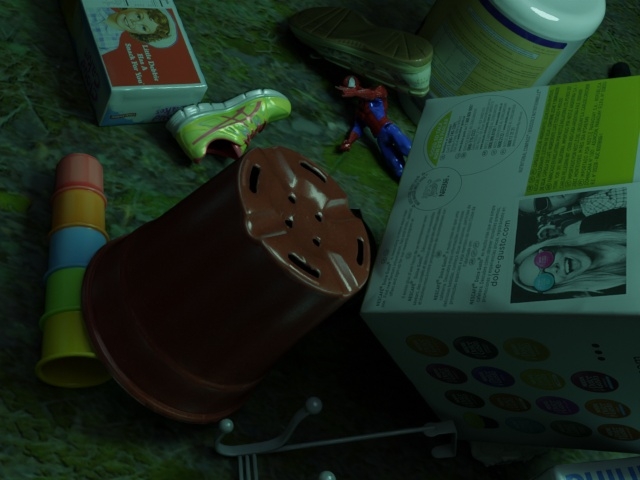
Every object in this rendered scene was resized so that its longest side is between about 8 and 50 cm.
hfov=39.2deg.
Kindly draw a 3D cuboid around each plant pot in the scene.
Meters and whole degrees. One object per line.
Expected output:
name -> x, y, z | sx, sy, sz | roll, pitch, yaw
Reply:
plant pot -> -0.099, 0.040, 1.076 | 0.272, 0.265, 0.272 | 31, 39, -29

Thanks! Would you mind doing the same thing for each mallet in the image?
mallet -> 0.694, -0.308, 1.898 | 0.190, 0.039, 0.062 | 29, 49, -10

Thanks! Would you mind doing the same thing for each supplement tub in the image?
supplement tub -> 0.293, -0.338, 1.528 | 0.241, 0.331, 0.241 | 13, 54, -19

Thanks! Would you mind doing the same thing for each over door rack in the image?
over door rack -> 0.043, 0.306, 1.053 | 0.324, 0.108, 0.239 | 2, 41, -12

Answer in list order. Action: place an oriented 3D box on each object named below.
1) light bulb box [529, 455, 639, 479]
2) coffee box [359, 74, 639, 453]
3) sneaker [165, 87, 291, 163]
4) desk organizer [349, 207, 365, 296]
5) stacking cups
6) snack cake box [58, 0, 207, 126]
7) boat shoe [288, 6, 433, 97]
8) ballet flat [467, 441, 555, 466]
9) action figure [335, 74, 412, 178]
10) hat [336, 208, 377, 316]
light bulb box -> 0.426, 0.471, 1.117 | 0.358, 0.225, 0.361 | 1, 58, -25
coffee box -> 0.295, 0.039, 1.117 | 0.337, 0.334, 0.338 | 54, 45, -44
sneaker -> -0.130, -0.168, 1.382 | 0.208, 0.081, 0.094 | -20, 76, -28
desk organizer -> 0.047, 0.016, 1.352 | 0.047, 0.050, 0.130 | 0, 59, -25
stacking cups -> -0.304, 0.027, 1.152 | 0.096, 0.096, 0.316 | 9, 54, -21
snack cake box -> -0.294, -0.309, 1.382 | 0.152, 0.089, 0.264 | -7, 62, -32
boat shoe -> 0.062, -0.322, 1.531 | 0.285, 0.089, 0.104 | 30, 54, 31
ballet flat -> 0.389, 0.190, 1.280 | 0.409, 0.147, 0.147 | -23, 70, -18
action figure -> 0.093, -0.158, 1.464 | 0.139, 0.091, 0.280 | -14, 65, -43
hat -> 0.000, 0.000, 1.218 | 0.208, 0.183, 0.173 | 36, 76, 14
